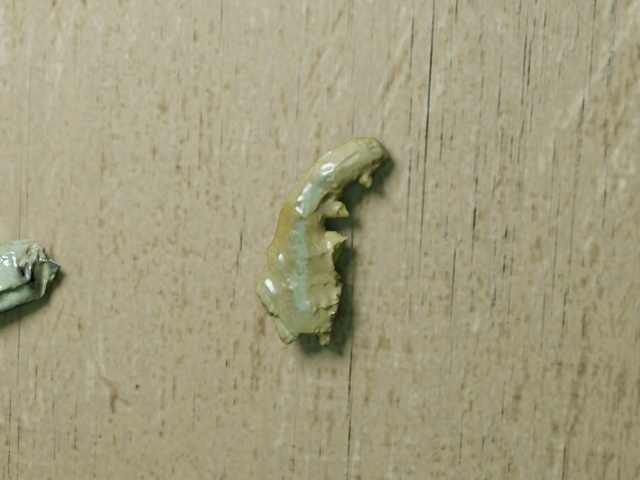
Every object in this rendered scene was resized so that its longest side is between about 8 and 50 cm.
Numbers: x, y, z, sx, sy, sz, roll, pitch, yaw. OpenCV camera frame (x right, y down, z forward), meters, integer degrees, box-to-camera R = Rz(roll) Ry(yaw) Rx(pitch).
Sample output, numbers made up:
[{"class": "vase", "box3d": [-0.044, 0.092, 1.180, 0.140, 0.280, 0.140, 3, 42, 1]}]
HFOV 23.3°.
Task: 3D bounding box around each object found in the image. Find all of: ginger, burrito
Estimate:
[{"class": "ginger", "box3d": [-0.003, -0.002, 1.213, 0.069, 0.051, 0.173, 17, 100, 3]}, {"class": "burrito", "box3d": [-0.301, 0.044, 1.266, 0.188, 0.045, 0.058, -18, 119, 8]}]
